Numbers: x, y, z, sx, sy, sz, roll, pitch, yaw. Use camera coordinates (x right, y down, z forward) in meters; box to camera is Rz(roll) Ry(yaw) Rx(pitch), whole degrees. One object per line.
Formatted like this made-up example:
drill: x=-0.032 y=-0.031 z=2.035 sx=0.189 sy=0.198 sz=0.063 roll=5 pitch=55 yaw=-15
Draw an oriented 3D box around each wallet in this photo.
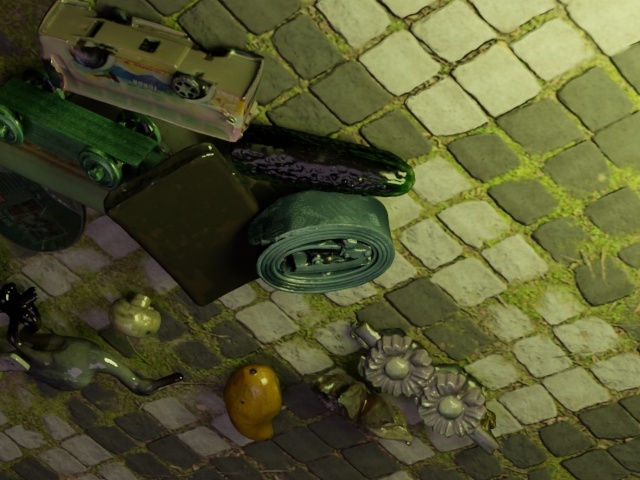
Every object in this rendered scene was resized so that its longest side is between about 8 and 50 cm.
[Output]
wallet: x=-0.156 y=-0.016 z=1.699 sx=0.165 sy=0.042 sz=0.309 roll=-30 pitch=147 yaw=4

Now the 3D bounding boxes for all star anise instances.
star anise: x=0.064 y=0.249 z=1.924 sx=0.195 sy=0.065 sz=0.182 roll=37 pitch=168 yaw=-12

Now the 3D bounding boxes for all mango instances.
mango: x=-0.108 y=0.256 z=2.038 sx=0.098 sy=0.075 sz=0.190 roll=20 pitch=144 yaw=9

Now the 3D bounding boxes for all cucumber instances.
cucumber: x=0.003 y=-0.098 z=1.636 sx=0.241 sy=0.074 sz=0.074 roll=11 pitch=136 yaw=9

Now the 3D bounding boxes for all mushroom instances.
mushroom: x=-0.285 y=0.115 z=1.969 sx=0.083 sy=0.067 sz=0.083 roll=21 pitch=173 yaw=3

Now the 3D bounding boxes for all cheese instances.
cheese: x=-0.560 y=0.206 z=2.131 sx=0.255 sy=0.050 sz=0.127 roll=-4 pitch=137 yaw=47

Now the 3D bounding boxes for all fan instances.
fan: x=-0.405 y=-0.055 z=1.881 sx=0.294 sy=0.012 sz=0.223 roll=9 pitch=136 yaw=14

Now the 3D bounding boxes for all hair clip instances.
hair clip: x=0.160 y=0.212 z=1.896 sx=0.292 sy=0.084 sz=0.106 roll=37 pitch=117 yaw=-10

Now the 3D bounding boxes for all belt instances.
belt: x=0.000 y=0.000 z=1.698 sx=0.190 sy=0.082 sz=0.141 roll=-7 pitch=139 yaw=-2

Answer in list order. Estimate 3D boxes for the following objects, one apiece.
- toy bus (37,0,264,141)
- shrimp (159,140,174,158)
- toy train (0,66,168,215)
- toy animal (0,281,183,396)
toy bus: x=-0.213 y=-0.212 z=1.594 sx=0.274 sy=0.090 sz=0.112 roll=18 pitch=143 yaw=4
shrimp: x=-0.189 y=-0.071 z=1.748 sx=0.165 sy=0.057 sz=0.065 roll=42 pitch=124 yaw=-18
toy train: x=-0.322 y=-0.113 z=1.696 sx=0.285 sy=0.116 sz=0.177 roll=23 pitch=144 yaw=16
toy animal: x=-0.396 y=0.194 z=2.068 sx=0.324 sy=0.090 sz=0.195 roll=31 pitch=142 yaw=-5
